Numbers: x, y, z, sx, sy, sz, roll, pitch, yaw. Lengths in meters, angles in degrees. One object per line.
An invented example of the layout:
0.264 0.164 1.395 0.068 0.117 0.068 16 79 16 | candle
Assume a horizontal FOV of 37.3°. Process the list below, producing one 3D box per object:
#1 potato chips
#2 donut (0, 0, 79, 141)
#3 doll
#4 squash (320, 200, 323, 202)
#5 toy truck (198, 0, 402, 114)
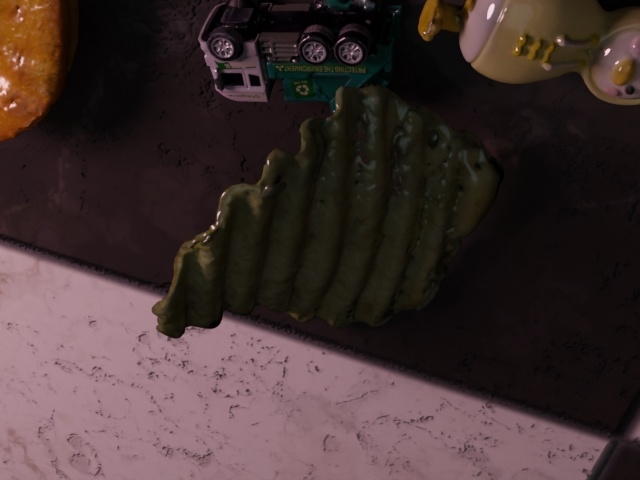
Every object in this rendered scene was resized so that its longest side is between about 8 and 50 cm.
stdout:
0.005 -0.005 1.112 0.373 0.097 0.389 4 136 -36 | potato chips
-0.411 -0.268 1.107 0.302 0.110 0.303 5 121 8 | donut
0.253 -0.210 0.973 0.296 0.117 0.141 20 127 1 | doll
-0.066 -0.007 1.214 0.066 0.066 0.252 41 123 -13 | squash
-0.018 -0.205 1.054 0.215 0.110 0.116 2 133 12 | toy truck
